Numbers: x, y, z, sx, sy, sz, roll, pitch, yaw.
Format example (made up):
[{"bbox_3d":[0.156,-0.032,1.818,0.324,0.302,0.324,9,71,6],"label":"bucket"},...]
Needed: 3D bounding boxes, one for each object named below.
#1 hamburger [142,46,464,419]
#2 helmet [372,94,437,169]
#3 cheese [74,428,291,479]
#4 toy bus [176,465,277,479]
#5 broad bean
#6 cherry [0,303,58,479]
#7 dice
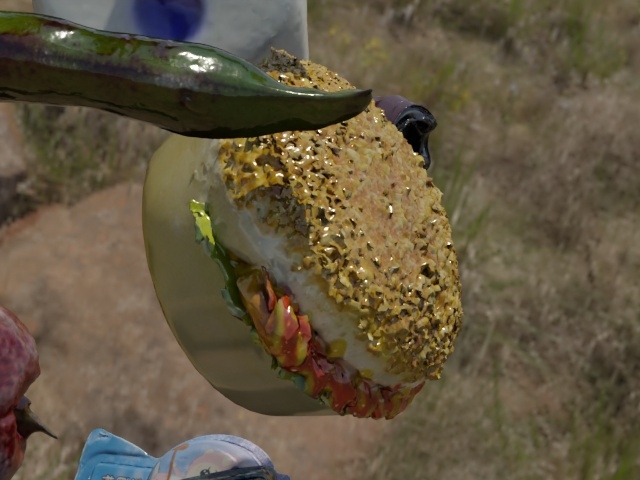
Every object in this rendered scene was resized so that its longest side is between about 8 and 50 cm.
[{"bbox_3d":[0.000,0.000,1.084,0.276,0.179,0.294,35,41,-45],"label":"hamburger"},{"bbox_3d":[0.063,-0.097,1.471,0.098,0.123,0.070,-17,45,-42],"label":"helmet"},{"bbox_3d":[-0.147,0.257,1.463,0.245,0.052,0.135,3,56,20],"label":"cheese"},{"bbox_3d":[-0.090,0.384,1.313,0.162,0.323,0.194,-12,-4,6],"label":"toy bus"},{"bbox_3d":[-0.136,-0.107,0.913,0.339,0.061,0.077,10,-14,1],"label":"broad bean"},{"bbox_3d":[-0.417,0.159,1.464,0.300,0.230,0.203,7,15,-15],"label":"cherry"},{"bbox_3d":[-0.170,-0.326,1.672,0.304,0.304,0.277,-2,6,-1],"label":"dice"}]
